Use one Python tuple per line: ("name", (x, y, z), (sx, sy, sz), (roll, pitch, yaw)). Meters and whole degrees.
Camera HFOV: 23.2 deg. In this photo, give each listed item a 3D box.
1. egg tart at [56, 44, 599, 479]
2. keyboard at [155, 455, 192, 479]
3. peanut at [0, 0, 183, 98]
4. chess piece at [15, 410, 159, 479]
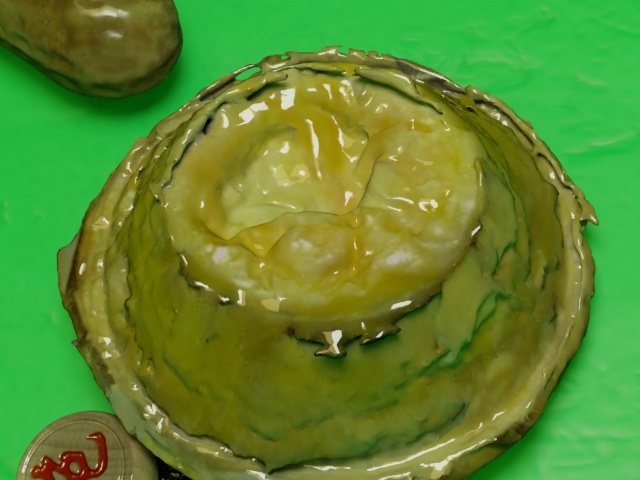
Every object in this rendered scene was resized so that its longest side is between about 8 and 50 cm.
("egg tart", (0.000, 0.000, 0.877), (0.315, 0.120, 0.315), (-3, 59, 5))
("keyboard", (-0.080, 0.180, 0.875), (0.060, 0.018, 0.195), (5, 66, 17))
("peanut", (-0.177, -0.167, 1.011), (0.226, 0.095, 0.108), (31, 59, 25))
("chess piece", (-0.132, 0.138, 0.886), (0.084, 0.038, 0.083), (-9, 63, 18))
